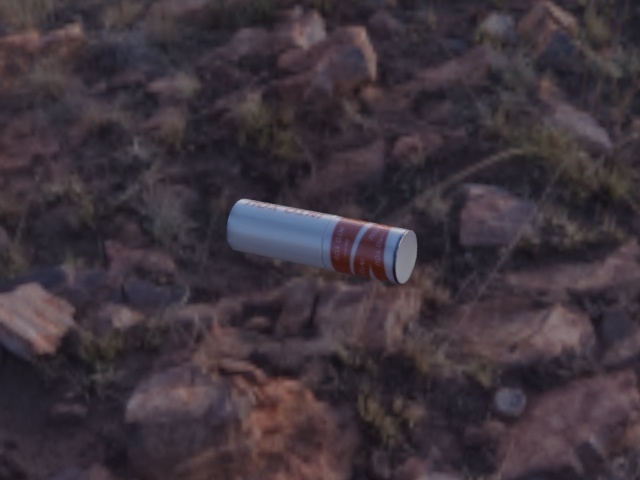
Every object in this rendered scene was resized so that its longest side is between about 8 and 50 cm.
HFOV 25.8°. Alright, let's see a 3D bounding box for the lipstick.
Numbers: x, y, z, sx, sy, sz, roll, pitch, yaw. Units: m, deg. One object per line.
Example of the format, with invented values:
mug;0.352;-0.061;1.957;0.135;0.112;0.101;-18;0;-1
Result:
lipstick;0.000;0.000;0.963;0.130;0.038;0.038;11;41;25
